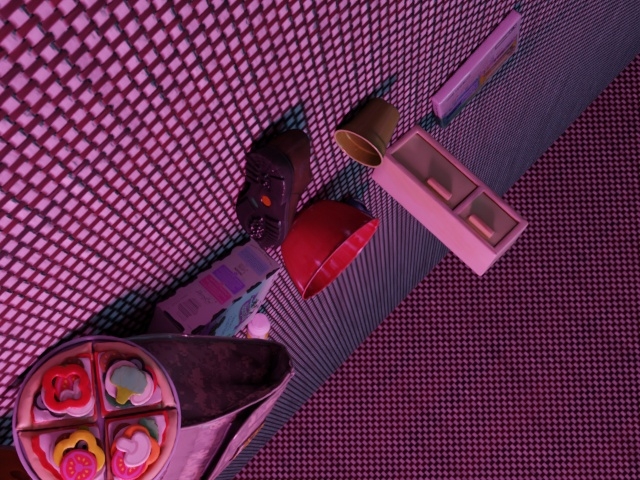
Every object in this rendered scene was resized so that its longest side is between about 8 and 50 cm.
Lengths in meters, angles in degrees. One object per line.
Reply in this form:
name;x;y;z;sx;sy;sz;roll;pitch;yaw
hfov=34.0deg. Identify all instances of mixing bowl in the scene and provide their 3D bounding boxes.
mixing bowl;0.000;0.000;1.713;0.181;0.098;0.181;-45;168;-12

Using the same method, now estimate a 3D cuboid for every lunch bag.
lunch bag;-0.188;0.241;1.430;0.287;0.169;0.235;-5;148;-27

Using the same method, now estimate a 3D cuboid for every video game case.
video game case;0.283;-0.306;1.896;0.212;0.023;0.193;-48;169;1

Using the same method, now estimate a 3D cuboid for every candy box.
candy box;-0.165;0.106;1.540;0.196;0.070;0.165;-38;166;-36

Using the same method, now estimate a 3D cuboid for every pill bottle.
pill bottle;-0.118;0.166;1.995;0.043;0.043;0.083;-43;168;-21

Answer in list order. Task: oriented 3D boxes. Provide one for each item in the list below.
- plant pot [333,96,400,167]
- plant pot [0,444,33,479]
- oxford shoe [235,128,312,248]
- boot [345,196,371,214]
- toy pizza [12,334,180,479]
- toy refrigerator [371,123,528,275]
plant pot;0.075;-0.161;1.511;0.079;0.083;0.083;-56;172;-19
plant pot;-0.403;0.364;1.288;0.188;0.205;0.205;-64;167;6
oxford shoe;-0.050;-0.063;1.357;0.096;0.083;0.227;-46;171;-30
boot;0.064;-0.028;1.926;0.086;0.069;0.190;-45;167;7
toy pizza;-0.259;0.212;1.236;0.201;0.201;0.032;-41;-172;-26
toy refrigerator;0.229;-0.075;1.860;0.102;0.269;0.094;-40;167;-27
